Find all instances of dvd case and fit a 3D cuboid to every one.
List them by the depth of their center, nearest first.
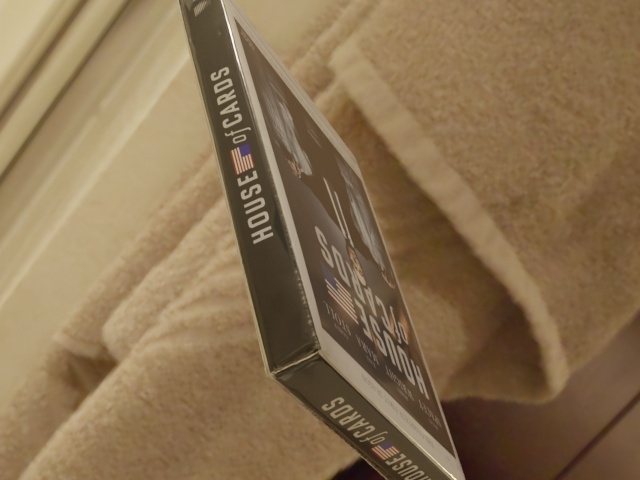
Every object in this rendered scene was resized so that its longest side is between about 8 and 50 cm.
[{"bbox_3d":[0.000,0.000,0.552,0.179,0.030,0.238,48,19,-50],"label":"dvd case"}]
